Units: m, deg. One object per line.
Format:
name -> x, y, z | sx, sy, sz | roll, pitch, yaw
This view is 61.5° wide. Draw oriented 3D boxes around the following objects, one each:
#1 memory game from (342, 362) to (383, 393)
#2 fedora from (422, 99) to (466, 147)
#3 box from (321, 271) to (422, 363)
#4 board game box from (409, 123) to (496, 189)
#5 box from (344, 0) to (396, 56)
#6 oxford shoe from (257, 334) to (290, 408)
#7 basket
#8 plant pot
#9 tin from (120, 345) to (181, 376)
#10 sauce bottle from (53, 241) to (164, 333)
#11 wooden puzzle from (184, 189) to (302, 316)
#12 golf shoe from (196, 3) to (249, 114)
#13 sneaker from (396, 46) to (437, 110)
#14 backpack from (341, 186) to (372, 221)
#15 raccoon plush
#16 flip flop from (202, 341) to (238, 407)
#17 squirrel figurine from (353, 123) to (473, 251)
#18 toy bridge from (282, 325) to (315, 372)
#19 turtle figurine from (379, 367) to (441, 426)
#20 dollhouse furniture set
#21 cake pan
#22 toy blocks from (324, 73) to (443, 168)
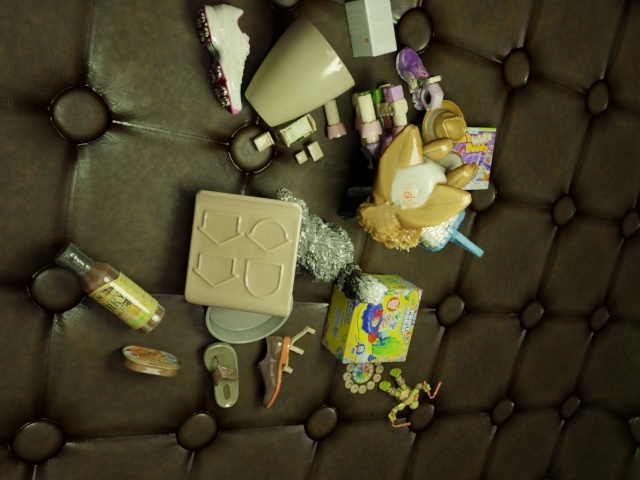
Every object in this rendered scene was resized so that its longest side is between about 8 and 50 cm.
memory game -> 0.173, 0.528, 2.146 | 0.186, 0.012, 0.186 | -8, 108, -24
fedora -> 0.444, -0.391, 1.870 | 0.194, 0.079, 0.195 | -10, 111, -27
box -> 0.186, 0.279, 1.984 | 0.279, 0.177, 0.290 | 5, 103, -29
board game box -> 0.483, -0.309, 2.010 | 0.346, 0.078, 0.234 | -5, 107, -26
box -> 0.158, -0.677, 1.703 | 0.090, 0.130, 0.171 | -21, 114, -21
oxford shoe -> -0.183, 0.462, 1.914 | 0.098, 0.097, 0.272 | 13, 95, -9
basket -> 0.442, -0.050, 1.968 | 0.289, 0.255, 0.201 | 38, 91, -20
plant pot -> -0.082, -0.473, 1.600 | 0.274, 0.256, 0.256 | -39, 120, 7
tin -> -0.532, 0.380, 1.689 | 0.189, 0.106, 0.040 | 20, 96, -30
sauce bottle -> -0.615, 0.139, 1.573 | 0.111, 0.111, 0.344 | -48, 119, -6
wooden puzzle -> -0.228, 0.038, 1.608 | 0.321, 0.080, 0.348 | 8, 98, 5
golf shoe -> -0.255, -0.524, 1.554 | 0.140, 0.115, 0.307 | -21, 115, -24
sneaker -> 0.347, -0.556, 1.852 | 0.095, 0.104, 0.236 | -39, 118, -10
backpack -> 0.183, -0.111, 1.880 | 0.173, 0.158, 0.117 | 17, 79, -43
raccoon plush -> 0.000, 0.000, 1.668 | 0.216, 0.446, 0.299 | -60, 141, -13
flip flop -> -0.328, 0.464, 1.826 | 0.112, 0.080, 0.277 | -11, 115, -18
squirrel figurine -> 0.295, -0.156, 1.708 | 0.281, 0.370, 0.397 | 45, 116, 5
toy bridge -> -0.092, 0.395, 1.964 | 0.063, 0.026, 0.188 | 30, 91, -28
turtle figurine -> 0.353, 0.624, 2.224 | 0.269, 0.087, 0.217 | -41, 112, -1
dollhouse furniture set -> -0.092, -0.291, 1.710 | 0.181, 0.101, 0.161 | -34, 118, -14
cake pan -> -0.236, 0.218, 1.771 | 0.293, 0.054, 0.293 | -13, 131, -16
toy blocks -> 0.213, -0.360, 1.740 | 0.308, 0.288, 0.260 | -22, 108, -22
